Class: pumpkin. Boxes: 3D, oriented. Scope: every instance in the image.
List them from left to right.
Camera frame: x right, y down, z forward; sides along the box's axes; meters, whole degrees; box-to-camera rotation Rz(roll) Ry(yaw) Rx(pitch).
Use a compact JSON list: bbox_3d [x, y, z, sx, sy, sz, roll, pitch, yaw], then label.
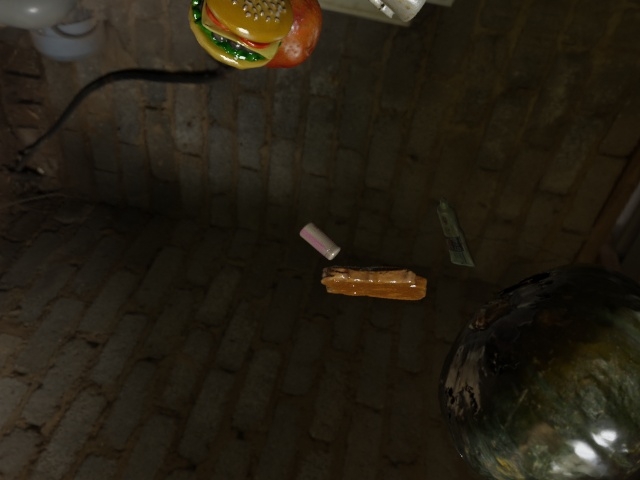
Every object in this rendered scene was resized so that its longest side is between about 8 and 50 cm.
[{"bbox_3d":[0.418,0.244,1.046,0.454,0.344,0.454,-48,174,-7],"label":"pumpkin"}]

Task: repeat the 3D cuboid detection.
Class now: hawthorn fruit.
[{"bbox_3d":[-0.081,-0.429,1.179,0.200,0.179,0.179,84,18,-56],"label":"hawthorn fruit"}]

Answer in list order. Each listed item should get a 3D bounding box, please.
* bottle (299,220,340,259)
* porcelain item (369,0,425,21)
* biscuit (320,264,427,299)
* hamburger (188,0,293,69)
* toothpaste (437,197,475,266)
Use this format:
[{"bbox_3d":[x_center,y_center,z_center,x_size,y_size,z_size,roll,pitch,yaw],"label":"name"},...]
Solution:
[{"bbox_3d":[0.000,0.000,1.330,0.045,0.096,0.045,-47,171,-10],"label":"bottle"},{"bbox_3d":[0.038,-0.344,0.681,0.084,0.213,0.054,-59,-153,18],"label":"porcelain item"},{"bbox_3d":[0.101,0.072,0.978,0.280,0.183,0.043,12,76,-50],"label":"biscuit"},{"bbox_3d":[-0.123,-0.348,0.899,0.115,0.162,0.162,-39,-149,53],"label":"hamburger"},{"bbox_3d":[0.311,-0.015,1.347,0.038,0.060,0.233,-63,142,-33],"label":"toothpaste"}]
